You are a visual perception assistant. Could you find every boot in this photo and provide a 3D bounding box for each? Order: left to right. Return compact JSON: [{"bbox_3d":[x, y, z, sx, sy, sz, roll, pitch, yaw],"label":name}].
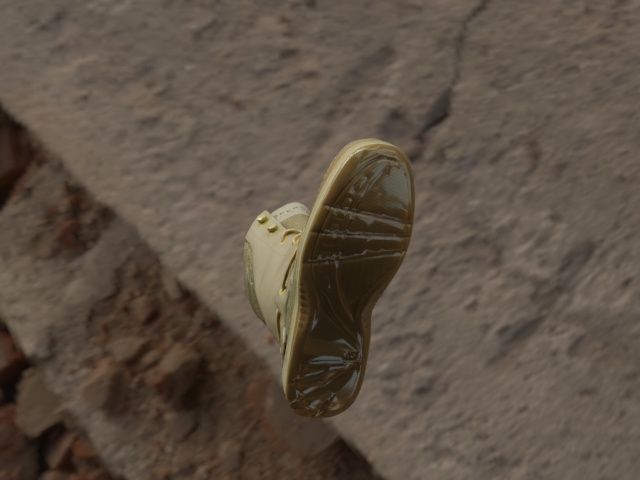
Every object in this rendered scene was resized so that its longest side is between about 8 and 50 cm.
[{"bbox_3d":[0.000,0.000,1.536,0.095,0.203,0.262,3,116,-17],"label":"boot"}]
